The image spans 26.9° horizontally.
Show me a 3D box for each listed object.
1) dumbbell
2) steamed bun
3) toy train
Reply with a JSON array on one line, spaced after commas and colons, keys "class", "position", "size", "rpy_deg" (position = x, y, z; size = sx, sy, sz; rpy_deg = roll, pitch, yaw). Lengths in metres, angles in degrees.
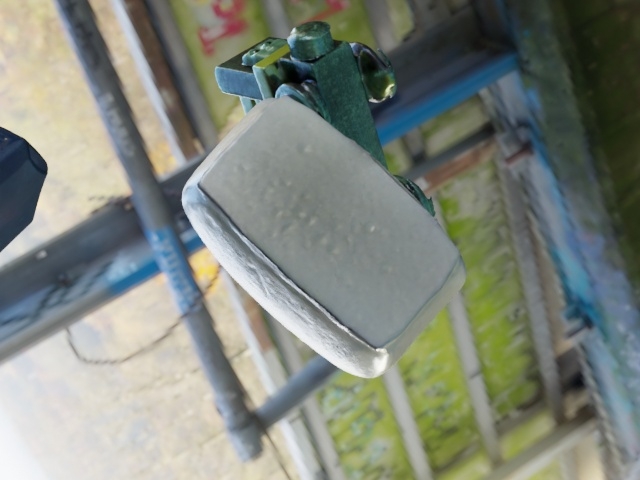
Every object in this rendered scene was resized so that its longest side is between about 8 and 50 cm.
[{"class": "dumbbell", "position": [-0.483, -0.104, 1.561], "size": [0.324, 0.144, 0.160], "rpy_deg": [26, 109, 17]}, {"class": "steamed bun", "position": [0.000, 0.000, 1.179], "size": [0.241, 0.146, 0.164], "rpy_deg": [42, 166, 5]}, {"class": "toy train", "position": [0.001, -0.127, 1.879], "size": [0.253, 0.160, 0.397], "rpy_deg": [19, 137, 48]}]
